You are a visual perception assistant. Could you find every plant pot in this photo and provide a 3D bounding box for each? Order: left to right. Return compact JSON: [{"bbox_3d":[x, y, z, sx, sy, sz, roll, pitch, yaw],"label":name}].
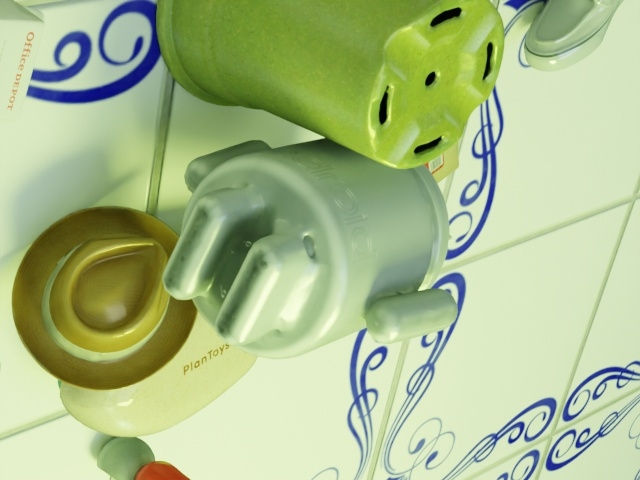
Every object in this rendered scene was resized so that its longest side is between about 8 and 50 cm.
[{"bbox_3d":[0.028,-0.203,1.329,0.276,0.254,0.276,-31,139,-31],"label":"plant pot"}]

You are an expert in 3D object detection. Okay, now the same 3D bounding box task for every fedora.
[{"bbox_3d":[-0.202,0.049,1.342,0.194,0.194,0.079,-35,179,-24],"label":"fedora"}]

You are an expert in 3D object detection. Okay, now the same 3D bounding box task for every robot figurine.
[{"bbox_3d":[0.000,0.000,1.387,0.353,0.300,0.200,-18,145,-56],"label":"robot figurine"}]

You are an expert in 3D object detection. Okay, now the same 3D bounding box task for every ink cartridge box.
[{"bbox_3d":[-0.302,-0.157,1.126,0.143,0.090,0.092,-4,123,-49],"label":"ink cartridge box"}]

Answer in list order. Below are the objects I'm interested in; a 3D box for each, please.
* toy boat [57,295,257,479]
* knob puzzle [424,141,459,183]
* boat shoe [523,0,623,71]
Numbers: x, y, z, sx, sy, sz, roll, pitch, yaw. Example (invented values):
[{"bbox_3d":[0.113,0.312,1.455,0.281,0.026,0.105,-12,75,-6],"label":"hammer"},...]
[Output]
[{"bbox_3d":[-0.186,0.162,1.515,0.267,0.148,0.318,-23,128,-43],"label":"toy boat"},{"bbox_3d":[0.094,-0.118,1.676,0.213,0.030,0.213,-30,139,-29],"label":"knob puzzle"},{"bbox_3d":[0.344,-0.326,1.735,0.267,0.096,0.088,-44,140,-15],"label":"boat shoe"}]
